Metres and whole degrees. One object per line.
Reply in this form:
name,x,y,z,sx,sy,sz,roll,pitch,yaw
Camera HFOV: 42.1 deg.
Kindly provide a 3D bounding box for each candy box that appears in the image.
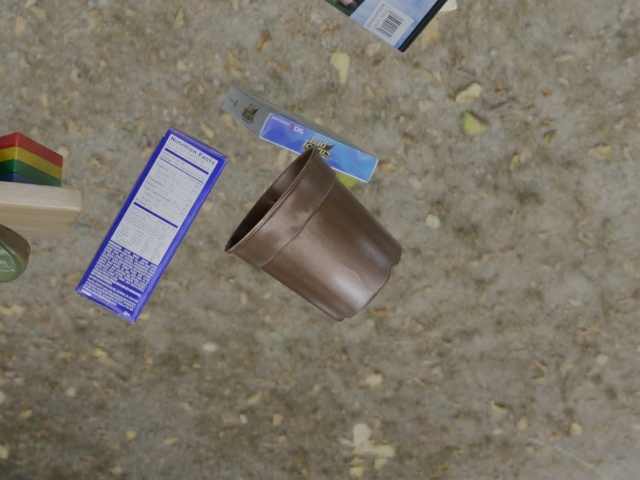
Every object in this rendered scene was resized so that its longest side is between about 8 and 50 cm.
candy box,-0.292,-0.041,1.466,0.122,0.268,0.317,31,91,-11

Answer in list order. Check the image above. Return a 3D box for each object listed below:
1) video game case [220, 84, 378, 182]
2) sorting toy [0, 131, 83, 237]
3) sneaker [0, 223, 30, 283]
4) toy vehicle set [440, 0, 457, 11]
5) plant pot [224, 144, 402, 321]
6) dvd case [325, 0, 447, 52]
video game case,-0.046,-0.225,1.734,0.269,0.244,0.061,20,101,-31
sorting toy,-0.418,-0.071,0.968,0.257,0.090,0.255,5,171,-21
sneaker,-0.322,0.018,0.624,0.192,0.086,0.064,18,133,-26
toy vehicle set,0.186,-0.529,1.458,0.035,0.166,0.267,-11,101,-1
plant pot,0.000,0.000,1.007,0.165,0.167,0.167,40,127,-11
dvd case,-0.001,-0.262,0.650,0.253,0.022,0.180,33,159,-7
